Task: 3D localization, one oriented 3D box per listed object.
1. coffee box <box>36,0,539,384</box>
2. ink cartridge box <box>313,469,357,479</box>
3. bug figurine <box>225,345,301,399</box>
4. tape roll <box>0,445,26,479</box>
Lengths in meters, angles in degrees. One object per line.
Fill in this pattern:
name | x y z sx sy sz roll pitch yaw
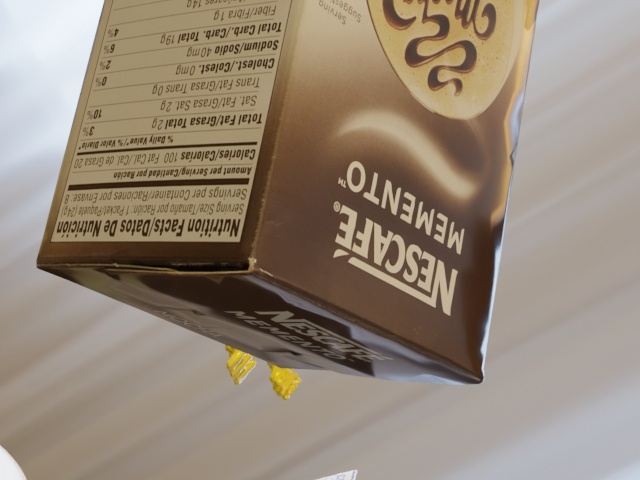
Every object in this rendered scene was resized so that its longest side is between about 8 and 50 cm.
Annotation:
coffee box | 0.006 -0.101 0.588 0.168 0.118 0.297 28 68 -49
ink cartridge box | -0.080 0.207 0.822 0.206 0.208 0.045 -53 130 -80
bug figurine | 0.000 0.000 1.039 0.072 0.279 0.216 33 -22 20
tape roll | -0.372 0.219 1.038 0.246 0.169 0.246 28 4 -2
